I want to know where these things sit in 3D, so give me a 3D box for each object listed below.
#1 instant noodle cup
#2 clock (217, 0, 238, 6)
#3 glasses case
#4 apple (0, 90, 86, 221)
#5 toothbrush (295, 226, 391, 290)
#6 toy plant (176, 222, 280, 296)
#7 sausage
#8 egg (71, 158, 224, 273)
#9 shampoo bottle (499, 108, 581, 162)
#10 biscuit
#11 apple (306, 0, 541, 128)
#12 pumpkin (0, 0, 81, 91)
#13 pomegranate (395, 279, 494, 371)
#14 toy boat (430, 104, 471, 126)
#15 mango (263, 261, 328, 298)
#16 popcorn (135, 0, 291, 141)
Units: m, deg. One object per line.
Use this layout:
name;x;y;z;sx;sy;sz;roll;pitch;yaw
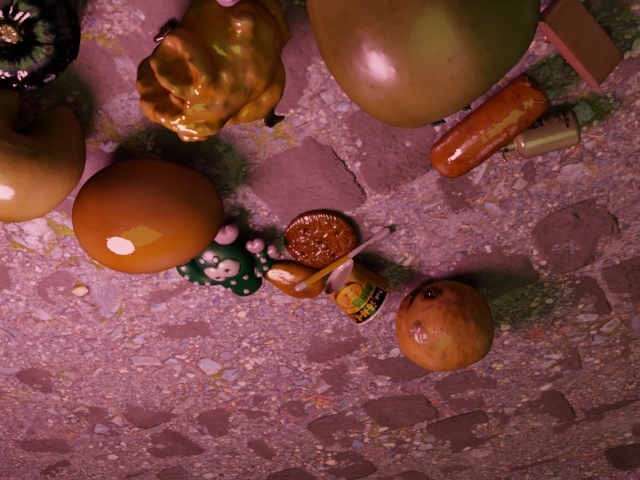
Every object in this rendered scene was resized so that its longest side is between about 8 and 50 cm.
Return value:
instant noodle cup;0.090;0.128;1.508;0.122;0.152;0.151;35;125;-19
clock;-0.069;-0.488;0.819;0.295;0.322;0.113;-31;130;26
glasses case;0.479;-0.386;1.087;0.193;0.070;0.103;35;97;-25
apple;-0.626;-0.177;1.162;0.291;0.292;0.254;33;132;-26
toothbrush;0.057;0.051;1.474;0.288;0.021;0.024;-33;137;11
toy plant;-0.237;0.049;1.456;0.243;0.113;0.232;26;129;-27
sausage;0.341;-0.226;1.201;0.108;0.109;0.270;33;127;-26
egg;-0.371;-0.054;1.271;0.322;0.250;0.250;-8;133;-4
shampoo bottle;0.454;-0.218;1.223;0.161;0.079;0.079;-14;131;14
biscuit;0.000;0.001;1.466;0.187;0.027;0.188;1;133;1
apple;0.152;-0.364;0.921;0.356;0.357;0.358;0;133;0
pumpkin;-0.541;-0.376;1.016;0.232;0.163;0.233;-10;122;-16
pomegranate;0.326;0.226;1.529;0.260;0.261;0.261;0;133;0
toy boat;0.240;-0.267;1.193;0.137;0.060;0.061;-11;113;3
mango;-0.069;0.104;1.542;0.187;0.066;0.101;19;130;-5
popcorn;-0.175;-0.304;1.021;0.297;0.316;0.281;-44;101;3
